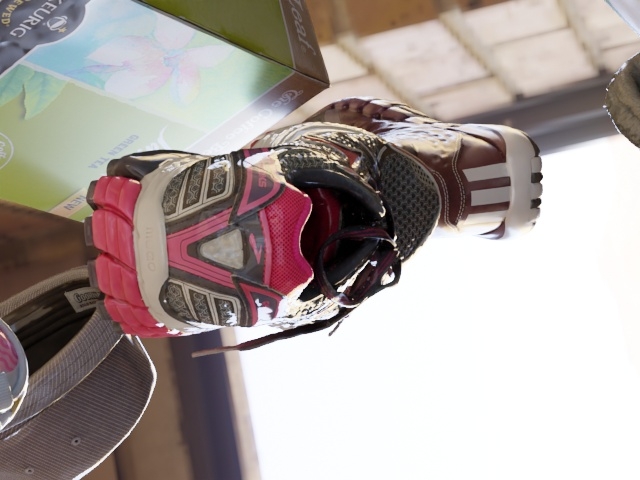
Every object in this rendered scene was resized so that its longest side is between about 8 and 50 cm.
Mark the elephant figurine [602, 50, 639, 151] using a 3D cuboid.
[{"bbox_3d":[0.228,-0.057,0.795,0.169,0.239,0.186,39,168,13],"label":"elephant figurine"}]

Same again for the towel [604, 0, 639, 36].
[{"bbox_3d":[0.087,-0.149,0.599,0.248,0.038,0.325,31,-156,-44],"label":"towel"}]

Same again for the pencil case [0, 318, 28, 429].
[{"bbox_3d":[-0.290,0.153,1.029,0.113,0.273,0.124,4,-139,-43],"label":"pencil case"}]

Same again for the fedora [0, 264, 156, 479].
[{"bbox_3d":[-0.254,0.143,1.406,0.124,0.275,0.244,57,-178,-23],"label":"fedora"}]

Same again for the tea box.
[{"bbox_3d":[-0.204,-0.222,1.052,0.323,0.220,0.329,18,-132,-47],"label":"tea box"}]

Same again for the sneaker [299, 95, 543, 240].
[{"bbox_3d":[0.012,-0.048,1.150,0.162,0.281,0.106,-8,-82,-38],"label":"sneaker"}]

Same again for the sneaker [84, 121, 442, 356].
[{"bbox_3d":[0.000,0.000,0.857,0.299,0.112,0.121,-18,-75,-63],"label":"sneaker"}]
